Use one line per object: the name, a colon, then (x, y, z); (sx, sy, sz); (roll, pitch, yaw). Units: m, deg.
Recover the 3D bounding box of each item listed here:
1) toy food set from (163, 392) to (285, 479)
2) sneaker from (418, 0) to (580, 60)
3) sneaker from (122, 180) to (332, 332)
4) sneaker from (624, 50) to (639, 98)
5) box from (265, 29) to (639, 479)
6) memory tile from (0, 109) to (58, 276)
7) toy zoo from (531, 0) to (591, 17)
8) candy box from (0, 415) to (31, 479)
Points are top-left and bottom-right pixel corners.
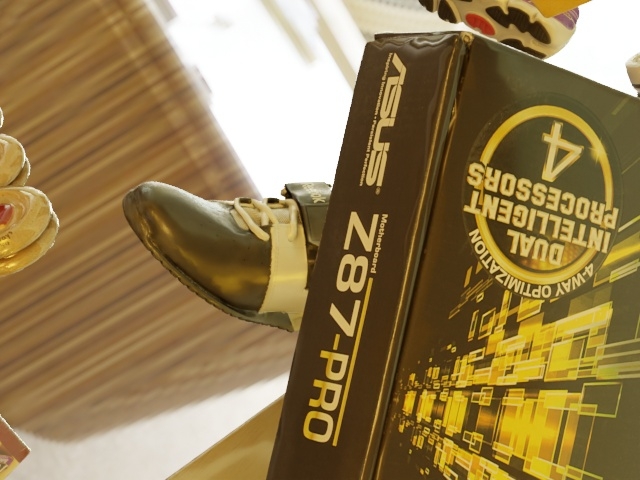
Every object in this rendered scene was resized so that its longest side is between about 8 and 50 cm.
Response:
toy food set: (-0.052, 0.267, 1.427); (0.306, 0.092, 0.220); (-33, 95, -47)
sneaker: (0.141, -0.214, 1.449); (0.170, 0.068, 0.071); (35, 53, 10)
sneaker: (0.000, 0.000, 1.363); (0.330, 0.146, 0.122); (24, 24, -34)
sneaker: (0.457, -0.166, 1.610); (0.126, 0.321, 0.127); (-68, 137, -73)
box: (0.166, 0.092, 0.932); (0.395, 0.318, 0.097); (17, -4, -33)
memory tile: (-0.166, -0.003, 0.560); (0.113, 0.148, 0.012); (-125, -165, -51)
toy zoo: (0.058, -0.221, 0.673); (0.293, 0.030, 0.192); (46, 42, -32)
candy box: (-0.369, 0.145, 1.646); (0.186, 0.053, 0.109); (35, -17, 27)
